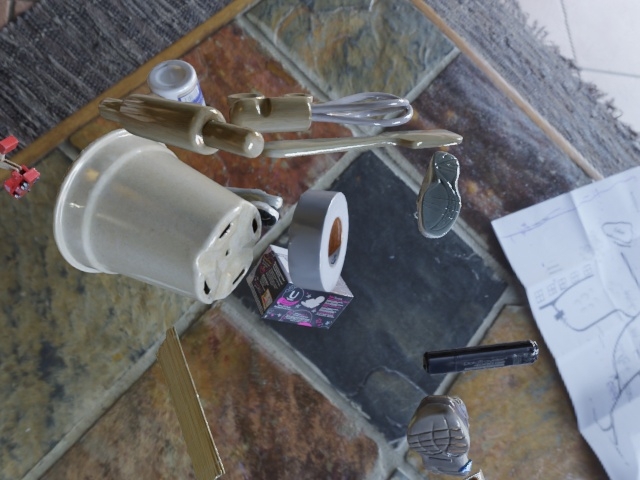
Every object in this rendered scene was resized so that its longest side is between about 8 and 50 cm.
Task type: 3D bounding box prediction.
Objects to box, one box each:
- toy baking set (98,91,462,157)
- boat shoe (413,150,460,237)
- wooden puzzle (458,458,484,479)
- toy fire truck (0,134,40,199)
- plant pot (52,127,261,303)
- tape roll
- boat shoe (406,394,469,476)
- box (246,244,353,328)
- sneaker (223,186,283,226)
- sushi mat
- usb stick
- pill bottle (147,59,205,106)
[{"bbox_3d":[-0.035,-0.101,0.357,0.196,0.256,0.030,-26,126,-41],"label":"toy baking set"},{"bbox_3d":[0.349,-0.129,1.409,0.118,0.103,0.320,16,56,-4],"label":"boat shoe"},{"bbox_3d":[0.264,0.448,0.822,0.078,0.014,0.116,-32,107,-10],"label":"wooden puzzle"},{"bbox_3d":[-0.921,-0.214,1.400,0.135,0.192,0.047,48,41,-19],"label":"toy fire truck"},{"bbox_3d":[-0.307,-0.029,0.981,0.305,0.334,0.334,23,67,16],"label":"plant pot"},{"bbox_3d":[0.000,0.000,1.019,0.072,0.219,0.219,8,69,17],"label":"tape roll"},{"bbox_3d":[0.269,0.418,1.053,0.132,0.355,0.130,0,49,16],"label":"boat shoe"},{"bbox_3d":[-0.057,0.133,1.331,0.247,0.142,0.163,19,28,-40],"label":"box"},{"bbox_3d":[-0.249,-0.130,1.552,0.271,0.100,0.108,18,54,14],"label":"sneaker"},{"bbox_3d":[-0.279,0.344,0.969,0.019,0.151,0.317,-10,60,-35],"label":"sushi mat"},{"bbox_3d":[0.396,0.292,1.167,0.278,0.077,0.045,-8,35,6],"label":"usb stick"},{"bbox_3d":[-0.340,-0.331,1.142,0.112,0.187,0.112,0,61,0],"label":"pill bottle"}]
